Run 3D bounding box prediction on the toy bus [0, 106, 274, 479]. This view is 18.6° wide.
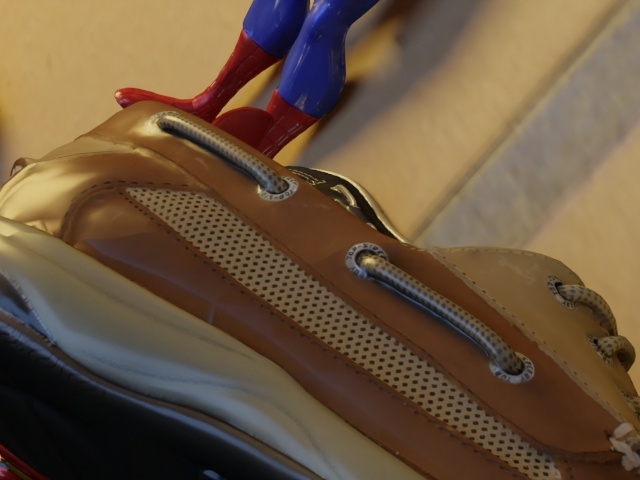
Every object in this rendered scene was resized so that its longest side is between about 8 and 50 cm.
[{"bbox_3d":[-0.052,0.068,0.704,0.191,0.104,0.202,-53,4,30],"label":"toy bus"}]

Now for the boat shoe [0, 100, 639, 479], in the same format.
[{"bbox_3d":[0.036,0.053,0.534,0.324,0.122,0.120,30,63,18],"label":"boat shoe"}]

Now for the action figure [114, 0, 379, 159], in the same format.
[{"bbox_3d":[0.001,-0.146,0.749,0.280,0.139,0.091,-47,43,16],"label":"action figure"}]

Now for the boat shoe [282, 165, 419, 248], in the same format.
[{"bbox_3d":[0.000,0.000,0.740,0.046,0.038,0.125,-56,39,9],"label":"boat shoe"}]
